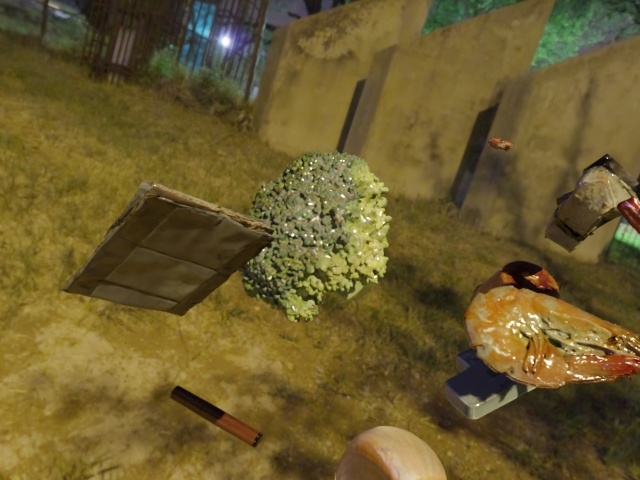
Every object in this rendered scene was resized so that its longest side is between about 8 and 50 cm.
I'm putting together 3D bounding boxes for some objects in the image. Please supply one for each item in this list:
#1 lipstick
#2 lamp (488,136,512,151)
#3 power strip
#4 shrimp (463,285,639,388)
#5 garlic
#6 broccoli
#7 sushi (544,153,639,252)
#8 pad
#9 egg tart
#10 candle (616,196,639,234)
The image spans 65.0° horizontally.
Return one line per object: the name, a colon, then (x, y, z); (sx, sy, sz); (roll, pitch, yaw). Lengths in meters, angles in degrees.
lipstick: (-0.356, 0.596, 1.708); (0.356, 0.057, 0.057); (21, 9, 20)
lamp: (0.524, -0.282, 1.475); (0.063, 0.031, 0.083); (30, 26, 24)
power strip: (0.457, 0.372, 1.386); (0.264, 0.059, 0.193); (-19, 28, -18)
shrimp: (0.354, 0.151, 0.721); (0.294, 0.154, 0.062); (12, -36, 22)
garlic: (0.112, 0.412, 0.872); (0.145, 0.164, 0.245); (33, -33, -22)
broccoli: (-0.006, -0.003, 0.843); (0.260, 0.288, 0.235); (55, 11, -7)
sushi: (0.564, -0.048, 1.110); (0.134, 0.273, 0.109); (44, 57, 7)
pad: (-0.185, 0.026, 0.609); (0.174, 0.233, 0.022); (21, 43, -39)
egg tart: (0.503, 0.144, 1.270); (0.202, 0.147, 0.203); (7, 48, -7)
candle: (0.687, 0.048, 0.939); (0.329, 0.051, 0.048); (55, 23, 14)
